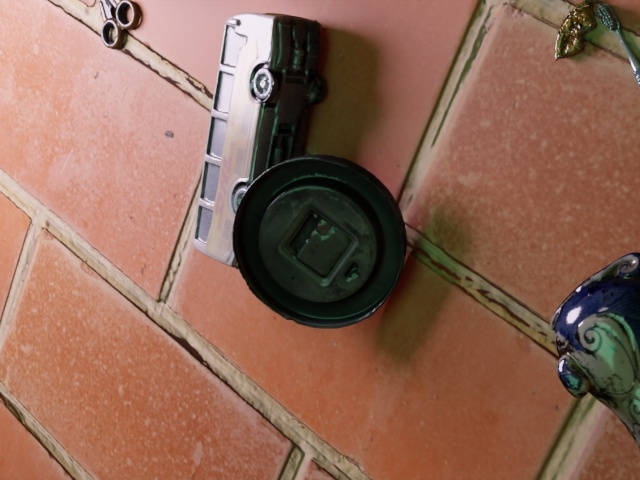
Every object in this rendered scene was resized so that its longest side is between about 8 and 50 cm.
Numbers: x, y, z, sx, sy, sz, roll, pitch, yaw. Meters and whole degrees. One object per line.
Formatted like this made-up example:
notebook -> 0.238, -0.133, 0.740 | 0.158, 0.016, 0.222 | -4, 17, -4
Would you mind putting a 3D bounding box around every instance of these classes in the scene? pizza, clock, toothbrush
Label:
pizza -> 0.286, -0.237, 1.385 | 0.037, 0.016, 0.083 | 41, 116, 24
clock -> 0.000, 0.000, 1.564 | 0.225, 0.049, 0.226 | 5, 109, 14
toothbrush -> 0.352, -0.165, 1.330 | 0.016, 0.019, 0.220 | -34, 71, 32

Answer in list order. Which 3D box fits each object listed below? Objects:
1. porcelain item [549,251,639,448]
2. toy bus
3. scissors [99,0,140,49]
porcelain item -> 0.371, 0.140, 1.259 | 0.186, 0.138, 0.288 | -46, 65, 21
toy bus -> -0.085, -0.135, 1.663 | 0.138, 0.097, 0.343 | 22, 108, 45
scissors -> -0.346, -0.400, 1.923 | 0.088, 0.017, 0.220 | -44, 64, 34
